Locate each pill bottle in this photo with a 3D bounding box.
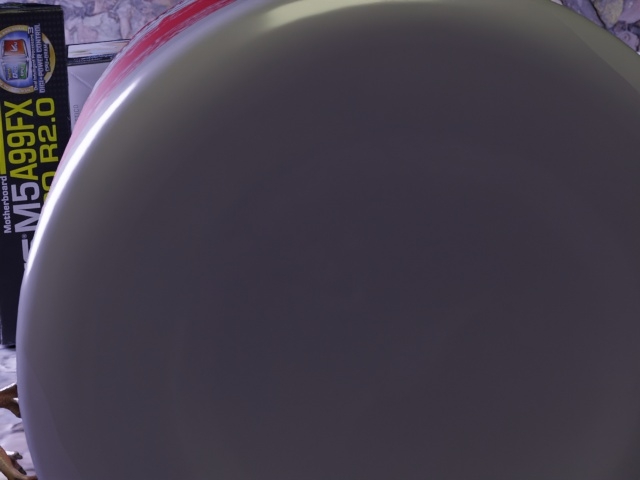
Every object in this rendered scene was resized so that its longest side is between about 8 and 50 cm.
[{"bbox_3d":[0.000,0.000,0.584,0.229,0.229,0.407,-4,11,-7],"label":"pill bottle"}]

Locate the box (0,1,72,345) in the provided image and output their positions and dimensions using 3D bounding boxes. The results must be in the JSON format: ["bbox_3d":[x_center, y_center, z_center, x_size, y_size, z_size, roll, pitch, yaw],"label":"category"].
[{"bbox_3d":[-0.227,-0.061,0.980,0.060,0.216,0.270,-5,12,-19],"label":"box"}]

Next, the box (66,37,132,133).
[{"bbox_3d":[-0.191,-0.097,1.280,0.087,0.169,0.290,-7,13,-8],"label":"box"}]

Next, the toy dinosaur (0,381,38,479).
[{"bbox_3d":[-0.173,0.096,0.596,0.093,0.053,0.183,-13,15,-36],"label":"toy dinosaur"}]

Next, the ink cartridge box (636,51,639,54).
[{"bbox_3d":[0.249,-0.066,1.051,0.148,0.086,0.203,-42,20,-7],"label":"ink cartridge box"}]
